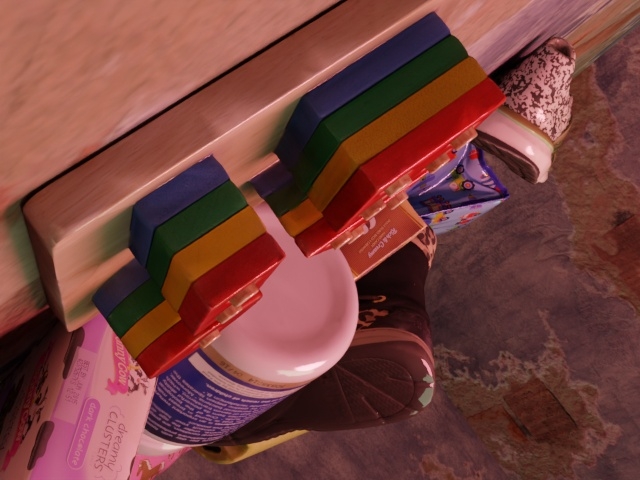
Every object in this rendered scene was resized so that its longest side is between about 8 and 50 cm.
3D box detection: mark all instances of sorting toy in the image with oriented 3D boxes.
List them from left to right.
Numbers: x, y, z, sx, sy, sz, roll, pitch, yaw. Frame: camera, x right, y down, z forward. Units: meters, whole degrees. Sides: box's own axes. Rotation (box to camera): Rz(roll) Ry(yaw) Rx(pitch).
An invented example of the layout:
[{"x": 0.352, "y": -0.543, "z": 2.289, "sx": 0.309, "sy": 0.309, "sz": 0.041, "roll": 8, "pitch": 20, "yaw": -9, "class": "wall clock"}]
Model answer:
[{"x": -0.030, "y": -0.022, "z": 0.564, "sx": 0.257, "sy": 0.089, "sz": 0.255, "roll": -36, "pitch": 176, "yaw": -19, "class": "sorting toy"}]

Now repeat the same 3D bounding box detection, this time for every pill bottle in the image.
[{"x": -0.096, "y": 0.089, "z": 0.830, "sx": 0.153, "sy": 0.153, "sz": 0.264, "roll": -33, "pitch": 175, "yaw": -43, "class": "pill bottle"}]

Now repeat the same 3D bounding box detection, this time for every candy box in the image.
[{"x": -0.197, "y": 0.149, "z": 0.698, "sx": 0.196, "sy": 0.070, "sz": 0.165, "roll": -40, "pitch": -150, "yaw": 41, "class": "candy box"}, {"x": 0.000, "y": 0.000, "z": 0.960, "sx": 0.186, "sy": 0.109, "sz": 0.053, "roll": -35, "pitch": 175, "yaw": -14, "class": "candy box"}]

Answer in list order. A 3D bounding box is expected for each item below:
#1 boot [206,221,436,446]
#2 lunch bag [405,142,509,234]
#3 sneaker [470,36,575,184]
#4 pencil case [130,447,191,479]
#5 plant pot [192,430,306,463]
[{"x": -0.044, "y": 0.083, "z": 1.096, "sx": 0.377, "sy": 0.138, "sz": 0.284, "roll": -8, "pitch": -149, "yaw": 18, "class": "boot"}, {"x": 0.122, "y": -0.052, "z": 1.576, "sx": 0.293, "sy": 0.138, "sz": 0.221, "roll": -23, "pitch": 174, "yaw": -14, "class": "lunch bag"}, {"x": 0.300, "y": -0.188, "z": 1.335, "sx": 0.182, "sy": 0.158, "sz": 0.410, "roll": -55, "pitch": 177, "yaw": 12, "class": "sneaker"}, {"x": -0.264, "y": 0.256, "z": 1.325, "sx": 0.160, "sy": 0.167, "sz": 0.386, "roll": -59, "pitch": 167, "yaw": 20, "class": "pencil case"}, {"x": -0.067, "y": 0.161, "z": 1.276, "sx": 0.253, "sy": 0.276, "sz": 0.276, "roll": -24, "pitch": 169, "yaw": -42, "class": "plant pot"}]
